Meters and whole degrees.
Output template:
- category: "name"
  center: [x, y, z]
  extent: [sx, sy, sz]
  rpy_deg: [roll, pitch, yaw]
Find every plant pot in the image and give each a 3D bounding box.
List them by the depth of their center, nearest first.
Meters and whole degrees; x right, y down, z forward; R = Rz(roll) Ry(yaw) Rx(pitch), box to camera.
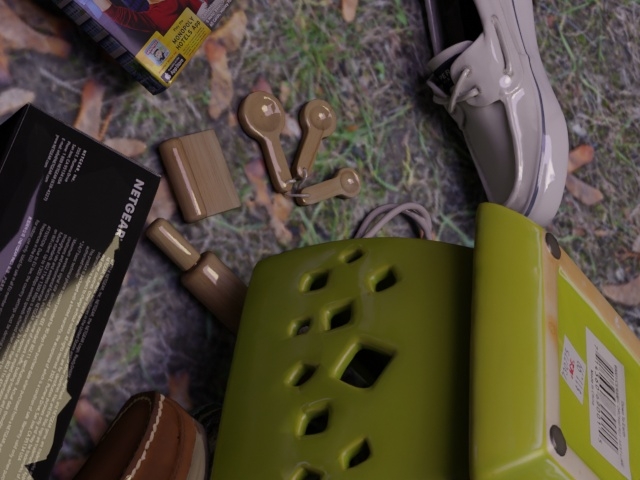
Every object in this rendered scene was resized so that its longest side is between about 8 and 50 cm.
- category: "plant pot"
  center: [0.087, 0.125, 0.857]
  extent: [0.227, 0.207, 0.228]
  rpy_deg: [45, 37, -35]

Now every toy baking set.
- category: "toy baking set"
  center: [-0.005, 0.004, 0.995]
  extent: [0.256, 0.030, 0.197]
  rpy_deg: [50, 56, -14]

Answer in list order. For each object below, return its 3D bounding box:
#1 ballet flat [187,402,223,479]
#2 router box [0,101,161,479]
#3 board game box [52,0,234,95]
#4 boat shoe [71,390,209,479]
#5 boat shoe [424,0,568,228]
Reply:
- category: "ballet flat"
  center: [-0.067, 0.195, 0.882]
  extent: [0.070, 0.070, 0.188]
  rpy_deg: [6, 74, -33]
- category: "router box"
  center: [-0.213, 0.109, 0.695]
  extent: [0.081, 0.243, 0.309]
  rpy_deg: [30, 63, -25]
- category: "board game box"
  center: [-0.136, -0.225, 0.948]
  extent: [0.194, 0.060, 0.194]
  rpy_deg: [43, 58, -17]
- category: "boat shoe"
  center: [-0.174, 0.216, 0.771]
  extent: [0.120, 0.122, 0.324]
  rpy_deg: [38, 59, -17]
- category: "boat shoe"
  center: [0.122, -0.129, 1.089]
  extent: [0.084, 0.095, 0.258]
  rpy_deg: [2, 66, -30]
